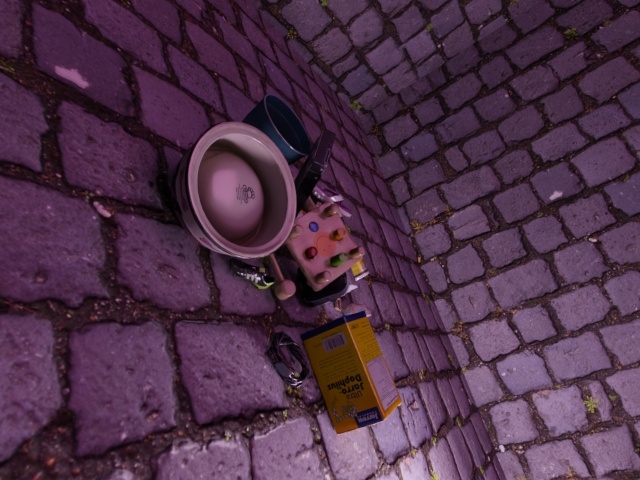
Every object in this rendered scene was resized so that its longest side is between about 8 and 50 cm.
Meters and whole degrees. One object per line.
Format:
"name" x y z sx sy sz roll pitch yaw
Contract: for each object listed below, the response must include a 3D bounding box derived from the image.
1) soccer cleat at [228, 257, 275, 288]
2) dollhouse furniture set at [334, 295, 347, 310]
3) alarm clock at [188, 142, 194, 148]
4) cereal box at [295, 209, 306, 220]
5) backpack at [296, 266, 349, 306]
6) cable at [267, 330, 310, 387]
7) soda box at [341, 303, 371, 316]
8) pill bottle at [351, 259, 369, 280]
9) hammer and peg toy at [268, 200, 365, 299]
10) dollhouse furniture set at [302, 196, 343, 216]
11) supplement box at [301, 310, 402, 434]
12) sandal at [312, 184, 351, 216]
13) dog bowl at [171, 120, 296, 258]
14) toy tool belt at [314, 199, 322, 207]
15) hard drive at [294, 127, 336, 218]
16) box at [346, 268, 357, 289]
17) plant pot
"soccer cleat" -0.220 0.100 1.312 0.179 0.072 0.060 40 32 -41
"dollhouse furniture set" 0.111 0.261 1.800 0.091 0.081 0.114 46 28 -33
"alarm clock" -0.378 -0.279 1.405 0.192 0.064 0.130 31 42 -48
"cereal box" -0.077 -0.028 1.771 0.173 0.047 0.240 34 36 -45
"backpack" 0.020 0.162 1.590 0.144 0.188 0.166 52 18 -61
"cable" -0.100 0.381 1.305 0.184 0.047 0.151 49 22 -22
"soda box" 0.166 0.327 1.865 0.183 0.062 0.058 16 51 -58
"pill bottle" 0.141 0.093 1.996 0.209 0.119 0.119 63 24 2
"hammer and peg toy" -0.032 0.033 1.430 0.361 0.127 0.266 -32 92 -34
"dollhouse furniture set" -0.002 -0.149 1.951 0.184 0.128 0.129 57 24 -12
"supplement box" 0.110 0.458 1.450 0.194 0.195 0.357 7 58 -62
"sandal" 0.058 -0.236 2.133 0.416 0.102 0.169 29 13 -50
"dog bowl" -0.264 -0.140 1.240 0.407 0.150 0.408 12 75 -48
"toy tool belt" -0.009 -0.164 2.051 0.051 0.052 0.083 43 30 -20
"hard drive" -0.052 -0.259 1.651 0.064 0.339 0.237 25 46 -12
"box" 0.071 0.165 1.753 0.072 0.137 0.126 22 46 -58
"plant pot" -0.218 -0.387 1.605 0.271 0.255 0.272 43 31 -33
